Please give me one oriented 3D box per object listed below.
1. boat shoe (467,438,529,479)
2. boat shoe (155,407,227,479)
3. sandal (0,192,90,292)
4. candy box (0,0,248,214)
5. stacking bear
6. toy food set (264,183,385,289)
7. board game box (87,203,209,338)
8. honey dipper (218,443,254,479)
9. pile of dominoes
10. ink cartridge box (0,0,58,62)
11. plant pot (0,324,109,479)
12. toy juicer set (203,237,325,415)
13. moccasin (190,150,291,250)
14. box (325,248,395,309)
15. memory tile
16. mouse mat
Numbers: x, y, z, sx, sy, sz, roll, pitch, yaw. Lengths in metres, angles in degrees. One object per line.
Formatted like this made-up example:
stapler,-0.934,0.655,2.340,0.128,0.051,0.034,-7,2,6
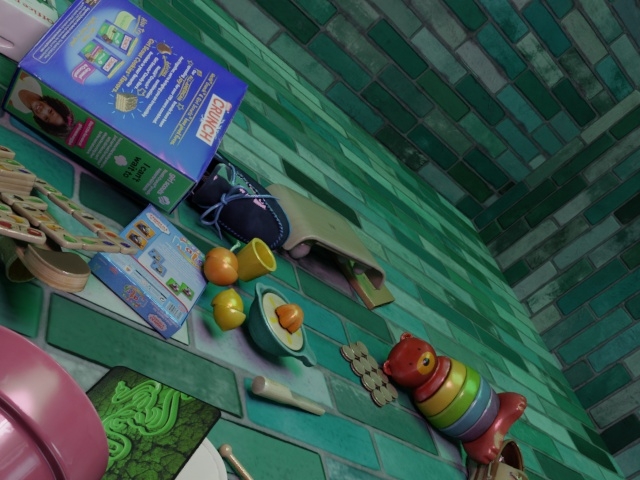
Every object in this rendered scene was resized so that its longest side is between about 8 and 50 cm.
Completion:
boat shoe,0.374,0.515,1.395,0.123,0.116,0.324,46,20,-8
boat shoe,-0.135,0.330,0.743,0.116,0.099,0.319,-22,54,-32
sandal,-0.357,0.021,0.820,0.088,0.079,0.240,16,13,-45
candy box,-0.315,-0.244,1.148,0.317,0.122,0.268,33,49,-17
stacking bear,0.270,0.324,1.475,0.289,0.175,0.164,40,-16,-7
toy food set,0.000,0.000,1.598,0.306,0.092,0.220,27,20,-39
board game box,-0.254,0.041,1.061,0.160,0.039,0.211,45,21,-11
honey dipper,-0.081,0.336,0.905,0.161,0.030,0.030,49,20,8
pile of dominoes,-0.372,-0.061,0.854,0.251,0.040,0.196,30,10,28
ink cartridge box,-0.561,-0.430,1.197,0.160,0.092,0.219,25,30,-47
plant pot,-0.297,0.188,0.513,0.201,0.201,0.180,46,36,-9
toy juicer set,-0.083,0.138,1.115,0.329,0.089,0.209,64,18,16
moccasin,-0.210,-0.097,1.298,0.342,0.138,0.117,38,7,8
box,0.104,0.087,1.752,0.201,0.021,0.164,55,21,14
memory tile,0.102,0.277,1.415,0.148,0.012,0.113,54,20,16
mouse mat,-0.213,0.214,0.754,0.152,0.007,0.190,21,24,9
